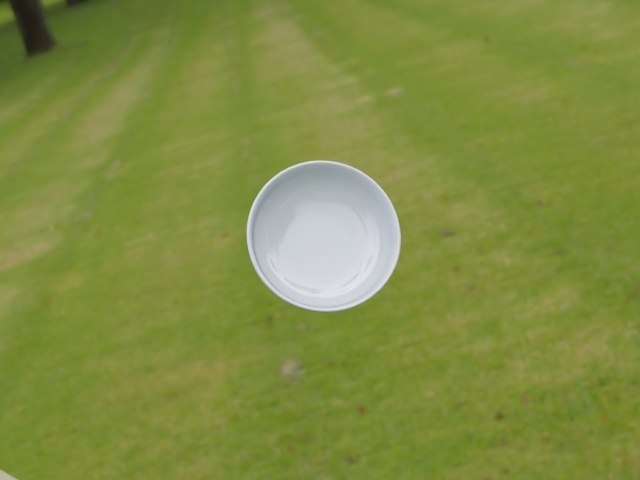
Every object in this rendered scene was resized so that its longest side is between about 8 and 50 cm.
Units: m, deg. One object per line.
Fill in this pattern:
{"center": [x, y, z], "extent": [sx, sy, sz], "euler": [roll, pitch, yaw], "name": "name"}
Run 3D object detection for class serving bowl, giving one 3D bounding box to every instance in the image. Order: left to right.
{"center": [0.000, 0.000, 0.771], "extent": [0.083, 0.083, 0.027], "euler": [-20, -8, -13], "name": "serving bowl"}

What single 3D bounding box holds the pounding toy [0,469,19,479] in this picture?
{"center": [-0.266, 0.209, 0.955], "extent": [0.130, 0.100, 0.141], "euler": [-56, 24, -3], "name": "pounding toy"}
